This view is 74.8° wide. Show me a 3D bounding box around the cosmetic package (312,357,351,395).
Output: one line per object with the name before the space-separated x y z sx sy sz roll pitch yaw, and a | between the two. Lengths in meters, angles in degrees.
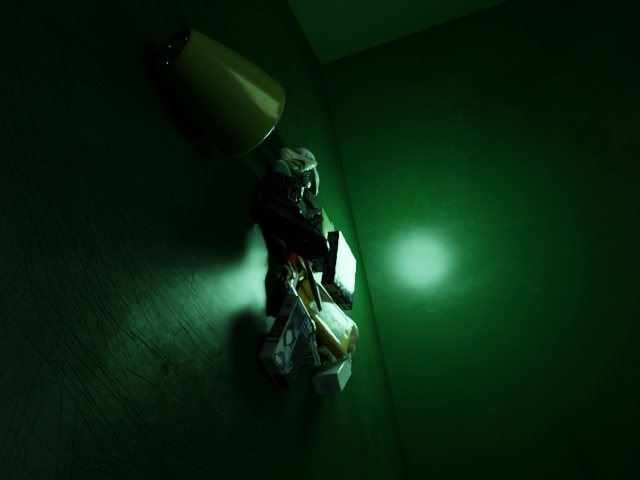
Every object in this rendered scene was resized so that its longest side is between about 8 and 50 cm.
cosmetic package | 0.052 0.584 1.813 0.231 0.118 0.085 -9 86 -77

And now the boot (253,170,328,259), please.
boot | -0.097 -0.105 1.647 0.348 0.131 0.260 40 31 -25

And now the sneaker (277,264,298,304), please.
sneaker | -0.132 0.182 1.595 0.084 0.070 0.185 38 37 -43

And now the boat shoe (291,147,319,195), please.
boat shoe | -0.075 -0.364 2.217 0.320 0.118 0.103 67 11 -57

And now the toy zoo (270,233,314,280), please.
toy zoo | -0.108 0.038 1.742 0.192 0.030 0.293 -46 119 -57

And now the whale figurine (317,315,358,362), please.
whale figurine | 0.062 0.468 1.963 0.216 0.141 0.272 38 38 2

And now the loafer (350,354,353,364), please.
loafer | 0.120 0.550 2.211 0.078 0.076 0.223 48 27 -53

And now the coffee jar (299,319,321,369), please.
coffee jar | -0.058 0.396 1.597 0.079 0.096 0.184 50 29 -67

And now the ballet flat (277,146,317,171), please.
ballet flat | -0.109 -0.377 2.041 0.249 0.086 0.086 14 60 -44

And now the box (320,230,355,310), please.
box | 0.096 0.151 2.055 0.293 0.074 0.295 59 32 -51

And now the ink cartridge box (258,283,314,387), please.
ink cartridge box | -0.099 0.318 1.442 0.332 0.065 0.165 -69 143 -47

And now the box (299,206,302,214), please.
box | -0.107 -0.045 1.897 0.087 0.058 0.232 24 54 -72

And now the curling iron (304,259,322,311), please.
curling iron | -0.023 0.158 1.741 0.035 0.068 0.273 112 -30 -75

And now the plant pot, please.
plant pot | -0.297 -0.433 1.178 0.294 0.275 0.274 36 40 -47

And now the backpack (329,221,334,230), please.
backpack | 0.034 -0.067 2.417 0.114 0.084 0.104 50 29 -62

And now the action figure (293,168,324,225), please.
action figure | -0.070 -0.212 1.986 0.185 0.099 0.284 125 -56 -76

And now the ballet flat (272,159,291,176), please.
ballet flat | -0.168 -0.283 1.883 0.077 0.077 0.231 60 -3 42

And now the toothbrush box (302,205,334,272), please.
toothbrush box | 0.000 0.000 2.150 0.283 0.122 0.206 64 20 -46

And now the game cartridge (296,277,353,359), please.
game cartridge | 0.011 0.312 1.797 0.323 0.053 0.285 52 18 -5

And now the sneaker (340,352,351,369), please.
sneaker | 0.097 0.533 2.083 0.110 0.107 0.275 42 36 -51
